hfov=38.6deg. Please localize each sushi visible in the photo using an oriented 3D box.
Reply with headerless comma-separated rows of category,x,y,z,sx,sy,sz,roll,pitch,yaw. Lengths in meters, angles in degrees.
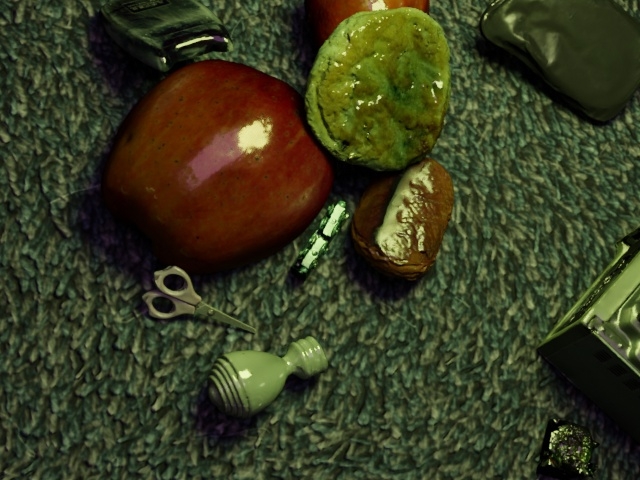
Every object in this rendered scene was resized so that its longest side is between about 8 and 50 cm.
sushi,0.400,0.338,1.467,0.085,0.056,0.083,15,61,-2

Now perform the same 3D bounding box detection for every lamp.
lamp,-0.085,0.206,1.415,0.193,0.106,0.106,-20,74,-27

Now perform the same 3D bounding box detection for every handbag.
handbag,0.449,-0.375,1.664,0.332,0.075,0.191,35,98,-11

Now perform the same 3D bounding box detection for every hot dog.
hot dog,0.141,-0.038,1.534,0.161,0.099,0.226,29,67,2

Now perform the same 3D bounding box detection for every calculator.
calculator,-0.271,-0.370,1.563,0.177,0.040,0.268,-23,42,-27

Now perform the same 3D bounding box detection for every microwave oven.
microwave oven,0.585,0.120,1.488,0.286,0.218,0.355,44,70,9

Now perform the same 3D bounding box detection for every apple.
apple,-0.172,-0.122,1.506,0.329,0.295,0.365,25,61,41

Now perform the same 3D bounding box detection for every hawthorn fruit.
hawthorn fruit,0.070,-0.399,1.607,0.224,0.224,0.261,-34,59,-19

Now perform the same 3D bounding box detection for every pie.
pie,0.102,-0.244,1.468,0.277,0.078,0.276,-11,109,-32

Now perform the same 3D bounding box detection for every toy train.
toy train,0.000,0.000,1.513,0.038,0.071,0.148,33,68,1

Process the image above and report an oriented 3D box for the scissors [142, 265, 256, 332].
scissors,-0.187,0.108,1.454,0.189,0.100,0.015,24,25,-15
